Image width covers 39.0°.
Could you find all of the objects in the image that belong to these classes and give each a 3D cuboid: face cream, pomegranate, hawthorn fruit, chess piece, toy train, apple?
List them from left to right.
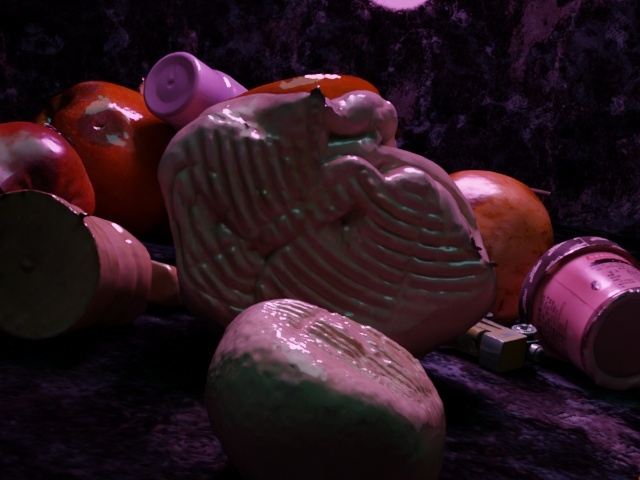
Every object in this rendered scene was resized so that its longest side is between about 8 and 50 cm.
[{"bbox_3d":[-0.355,-0.043,1.004,0.185,0.185,0.202,2,8,-43],"label":"hawthorn fruit"},{"bbox_3d":[-0.228,0.031,0.906,0.137,0.137,0.301,11,-3,8],"label":"chess piece"},{"bbox_3d":[-0.298,-0.099,1.223,0.230,0.229,0.230,9,8,-1],"label":"apple"},{"bbox_3d":[-0.124,-0.161,1.235,0.154,0.096,0.274,-9,-19,27],"label":"face cream"},{"bbox_3d":[0.208,0.008,1.163,0.216,0.215,0.215,9,8,-1],"label":"pomegranate"},{"bbox_3d":[0.187,0.111,1.011,0.081,0.050,0.122,-7,18,-40],"label":"toy train"}]

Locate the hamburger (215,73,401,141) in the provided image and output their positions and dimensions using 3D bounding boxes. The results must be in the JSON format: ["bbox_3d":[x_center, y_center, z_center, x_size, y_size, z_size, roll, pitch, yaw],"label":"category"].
[{"bbox_3d":[-0.027,-0.058,1.118,0.291,0.225,0.291,-14,-14,-4],"label":"hamburger"}]

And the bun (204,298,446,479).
[{"bbox_3d":[0.003,0.113,0.589,0.164,0.111,0.188,29,9,11],"label":"bun"}]

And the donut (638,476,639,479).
[{"bbox_3d":[0.294,0.170,0.613,0.146,0.078,0.181,13,7,3],"label":"donut"}]

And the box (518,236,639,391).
[{"bbox_3d":[0.317,0.086,1.000,0.151,0.151,0.135,7,16,-17],"label":"box"}]

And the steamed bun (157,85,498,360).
[{"bbox_3d":[0.000,0.000,0.882,0.320,0.275,0.206,45,-4,1],"label":"steamed bun"}]

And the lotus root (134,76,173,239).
[{"bbox_3d":[-0.207,-0.129,1.563,0.375,0.111,0.390,36,32,7],"label":"lotus root"}]

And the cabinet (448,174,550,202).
[{"bbox_3d":[0.269,-0.018,1.553,0.215,0.174,0.148,3,10,-45],"label":"cabinet"}]
